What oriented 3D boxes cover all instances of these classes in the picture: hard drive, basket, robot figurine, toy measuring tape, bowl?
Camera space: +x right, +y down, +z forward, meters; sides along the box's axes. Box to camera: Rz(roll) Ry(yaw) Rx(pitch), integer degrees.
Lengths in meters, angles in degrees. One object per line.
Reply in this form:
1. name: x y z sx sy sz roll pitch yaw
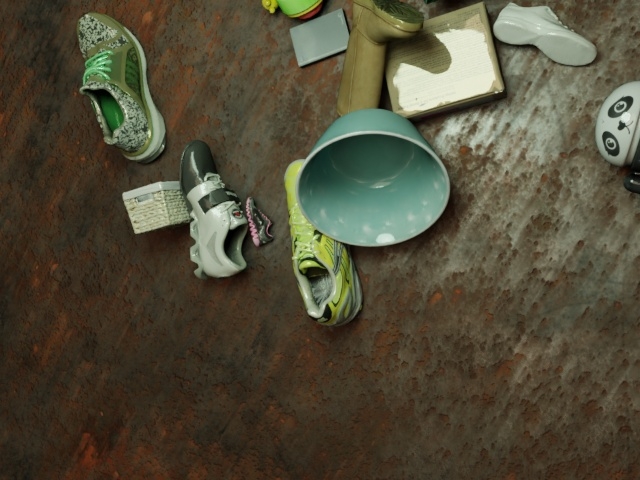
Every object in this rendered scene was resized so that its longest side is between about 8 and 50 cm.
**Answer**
1. hard drive: 0.003 -0.464 1.632 0.135 0.022 0.094 -16 84 19
2. basket: -0.372 -0.080 1.694 0.113 0.167 0.103 -14 91 19
3. robot figurine: 0.657 -0.201 1.316 0.278 0.174 0.209 14 63 19
4. toy measuring tape: 0.007 -0.572 1.568 0.330 0.121 0.121 -13 86 27
5. bowl: 0.107 -0.149 1.480 0.311 0.311 0.163 -17 41 19

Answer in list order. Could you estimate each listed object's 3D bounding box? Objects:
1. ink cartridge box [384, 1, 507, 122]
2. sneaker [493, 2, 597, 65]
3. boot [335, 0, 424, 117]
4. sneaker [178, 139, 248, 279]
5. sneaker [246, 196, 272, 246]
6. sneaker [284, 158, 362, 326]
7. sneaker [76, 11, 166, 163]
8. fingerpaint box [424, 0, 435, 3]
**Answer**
1. ink cartridge box: 0.258 -0.369 1.506 0.234 0.088 0.193 -12 87 20
2. sneaker: 0.467 -0.432 1.446 0.212 0.080 0.094 24 66 9
3. boot: 0.117 -0.357 1.463 0.236 0.089 0.270 -123 34 -51
4. sneaker: -0.233 -0.076 1.658 0.146 0.122 0.331 -5 97 32
5. sneaker: -0.143 -0.047 1.679 0.057 0.047 0.119 -14 86 -3
6. sneaker: 0.000 0.000 1.568 0.145 0.147 0.385 -18 83 20
7. sneaker: -0.515 -0.390 1.733 0.158 0.182 0.410 -28 81 18
8. fingerpaint box: 0.373 -0.721 1.377 0.444 0.163 0.371 -14 85 6
